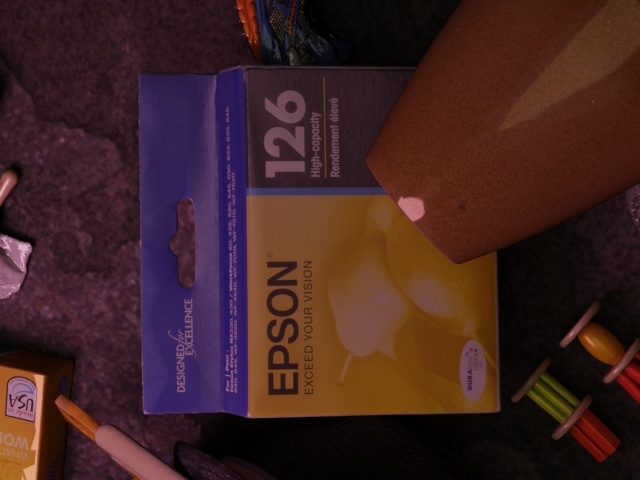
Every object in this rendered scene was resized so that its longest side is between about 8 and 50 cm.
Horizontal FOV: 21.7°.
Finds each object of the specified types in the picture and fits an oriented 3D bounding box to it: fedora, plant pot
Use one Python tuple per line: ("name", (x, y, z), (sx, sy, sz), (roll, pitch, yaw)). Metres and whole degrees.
("fedora", (0.031, 0.245, 1.510), (0.334, 0.334, 0.152), (38, 73, 8))
("plant pot", (0.167, -0.108, 1.348), (0.254, 0.237, 0.237), (-40, 86, 9))

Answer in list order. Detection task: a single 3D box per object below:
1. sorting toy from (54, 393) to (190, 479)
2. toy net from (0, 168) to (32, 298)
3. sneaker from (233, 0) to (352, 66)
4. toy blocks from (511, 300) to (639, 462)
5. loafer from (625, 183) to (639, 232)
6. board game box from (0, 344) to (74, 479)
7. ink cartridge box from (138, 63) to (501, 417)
("sorting toy", (-0.124, 0.263, 1.543), (0.348, 0.196, 0.047), (31, 72, 28))
("toy net", (-0.356, -0.050, 1.657), (0.122, 0.045, 0.232), (-7, 98, 19))
("sneaker", (-0.008, -0.147, 1.508), (0.087, 0.083, 0.221), (-18, 98, 11))
("toy blocks", (0.263, 0.145, 1.486), (0.148, 0.054, 0.123), (41, 109, 7))
("loafer", (0.373, 0.009, 1.418), (0.251, 0.094, 0.087), (36, 75, 10))
("board game box", (-0.385, 0.256, 1.714), (0.242, 0.064, 0.316), (10, 103, 16))
("ink cartridge box", (0.000, 0.000, 1.445), (0.307, 0.072, 0.303), (-1, 90, -11))
